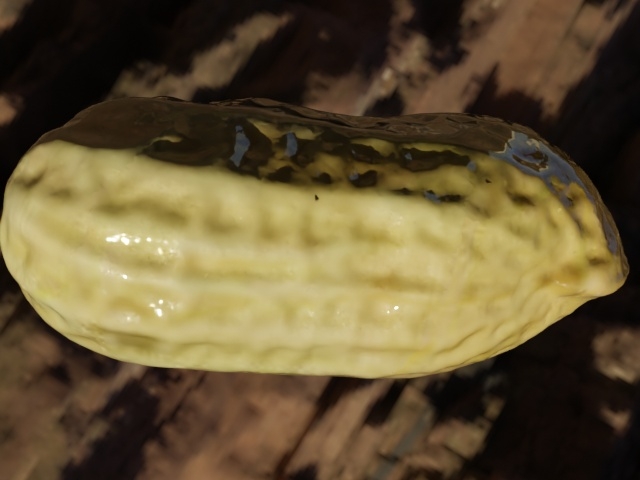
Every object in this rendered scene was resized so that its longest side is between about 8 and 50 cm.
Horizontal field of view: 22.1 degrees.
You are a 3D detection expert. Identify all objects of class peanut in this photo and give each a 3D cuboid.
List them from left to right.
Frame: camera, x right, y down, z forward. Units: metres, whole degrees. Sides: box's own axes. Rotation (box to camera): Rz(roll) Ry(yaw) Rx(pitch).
[{"bbox_3d":[0.000,0.000,0.499,0.093,0.194,0.083,178,-86,-71],"label":"peanut"}]
